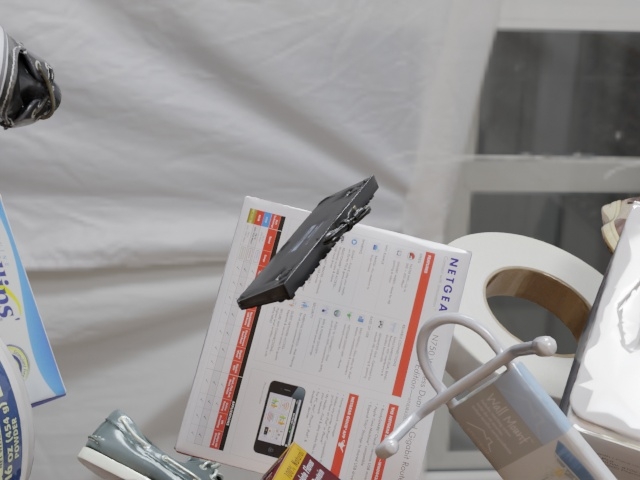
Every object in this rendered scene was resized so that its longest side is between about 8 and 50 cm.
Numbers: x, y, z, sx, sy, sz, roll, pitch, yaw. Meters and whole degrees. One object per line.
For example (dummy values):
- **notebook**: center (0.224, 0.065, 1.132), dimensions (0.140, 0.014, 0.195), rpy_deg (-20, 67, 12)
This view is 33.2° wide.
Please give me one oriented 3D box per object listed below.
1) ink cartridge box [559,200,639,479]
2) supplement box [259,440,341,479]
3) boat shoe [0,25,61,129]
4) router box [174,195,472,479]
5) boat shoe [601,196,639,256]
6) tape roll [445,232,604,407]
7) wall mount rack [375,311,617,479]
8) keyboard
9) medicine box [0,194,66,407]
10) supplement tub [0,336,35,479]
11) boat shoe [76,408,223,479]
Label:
- **ink cartridge box**: center (0.386, 0.180, 1.298), dimensions (0.395, 0.166, 0.286), rpy_deg (79, 30, -63)
- **supplement box**: center (-0.017, 0.370, 1.206), dimensions (0.129, 0.194, 0.191), rpy_deg (-51, 180, 23)
- **boat shoe**: center (-0.239, -0.118, 0.832), dimensions (0.228, 0.076, 0.080), rpy_deg (-172, -86, -71)
- **router box**: center (0.006, 0.143, 1.359), dimensions (0.082, 0.301, 0.336), rpy_deg (84, 21, -79)
- **boat shoe**: center (0.508, 0.001, 1.634), dimensions (0.123, 0.123, 0.342), rpy_deg (61, 19, -10)
- **tape roll**: center (0.351, 0.139, 1.762), dimensions (0.392, 0.391, 0.072), rpy_deg (-97, -159, -49)
- **wall mount rack**: center (0.216, 0.216, 1.043), dimensions (0.350, 0.130, 0.304), rpy_deg (51, -44, 5)
- **keyboard**: center (0.000, 0.000, 1.026), dimensions (0.108, 0.023, 0.180), rpy_deg (-23, -159, 45)
- **medicine box**: center (-0.473, 0.113, 1.385), dimensions (0.289, 0.149, 0.264), rpy_deg (-25, -96, 57)
- **supplement tub**: center (-0.325, 0.141, 0.580), dimensions (0.325, 0.235, 0.236), rpy_deg (-31, 123, -79)
- **boat shoe**: center (-0.186, 0.339, 1.525), dimensions (0.116, 0.319, 0.099), rpy_deg (92, 23, -62)
